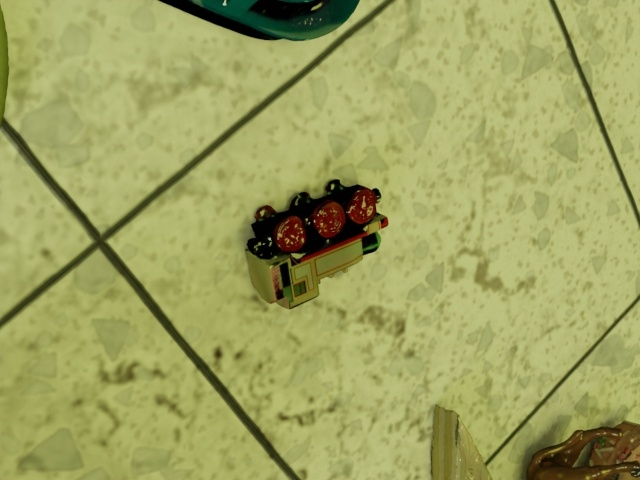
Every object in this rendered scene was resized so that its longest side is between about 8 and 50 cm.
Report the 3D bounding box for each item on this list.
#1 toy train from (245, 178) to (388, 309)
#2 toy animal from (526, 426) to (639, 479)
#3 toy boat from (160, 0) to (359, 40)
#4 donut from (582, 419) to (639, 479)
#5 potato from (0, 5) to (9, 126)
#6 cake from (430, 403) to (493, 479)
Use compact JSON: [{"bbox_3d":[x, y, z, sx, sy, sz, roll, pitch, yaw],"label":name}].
[{"bbox_3d":[0.000,0.000,0.778,0.138,0.050,0.087,-23,119,-27],"label":"toy train"},{"bbox_3d":[0.292,0.344,1.024,0.230,0.066,0.224,-31,96,19],"label":"toy animal"},{"bbox_3d":[-0.075,-0.238,0.643,0.299,0.092,0.134,14,91,-34],"label":"toy boat"},{"bbox_3d":[0.365,0.305,1.079,0.117,0.065,0.166,-26,114,-26],"label":"donut"},{"bbox_3d":[-0.264,-0.138,0.576,0.120,0.081,0.149,43,59,-63],"label":"potato"},{"bbox_3d":[0.148,0.223,0.930,0.065,0.052,0.121,-15,109,-23],"label":"cake"}]
